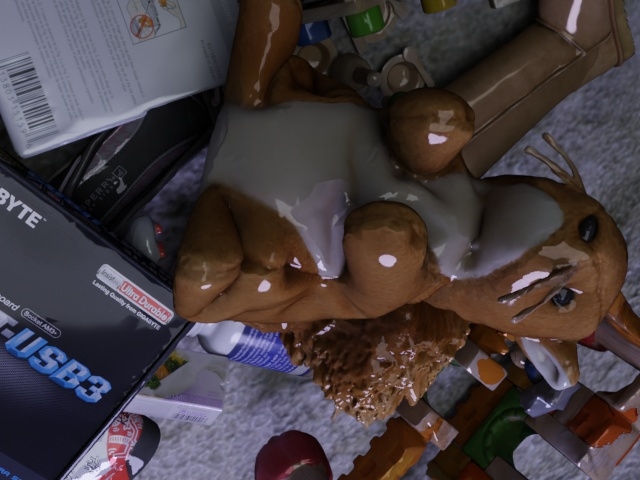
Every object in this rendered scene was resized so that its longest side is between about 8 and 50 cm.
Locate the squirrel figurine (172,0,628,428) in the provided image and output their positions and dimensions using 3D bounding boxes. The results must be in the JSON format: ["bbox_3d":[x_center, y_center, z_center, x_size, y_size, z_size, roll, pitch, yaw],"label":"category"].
[{"bbox_3d":[0.072,0.007,0.988,0.370,0.397,0.281,12,63,-3],"label":"squirrel figurine"}]

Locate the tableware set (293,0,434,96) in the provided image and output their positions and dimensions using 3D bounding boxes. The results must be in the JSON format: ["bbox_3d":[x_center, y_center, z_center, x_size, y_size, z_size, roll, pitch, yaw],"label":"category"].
[{"bbox_3d":[0.039,-0.190,1.177,0.168,0.020,0.141,-36,119,-5],"label":"tableware set"}]

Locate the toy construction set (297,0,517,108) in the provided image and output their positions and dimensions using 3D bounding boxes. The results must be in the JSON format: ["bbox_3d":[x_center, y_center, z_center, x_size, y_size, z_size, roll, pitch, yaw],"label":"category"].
[{"bbox_3d":[0.083,-0.234,1.038,0.257,0.237,0.309,3,104,-22],"label":"toy construction set"}]

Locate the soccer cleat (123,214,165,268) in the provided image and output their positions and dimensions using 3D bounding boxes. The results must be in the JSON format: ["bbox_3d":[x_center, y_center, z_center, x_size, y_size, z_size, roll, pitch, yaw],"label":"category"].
[{"bbox_3d":[-0.204,0.053,1.124,0.076,0.068,0.196,1,135,-15],"label":"soccer cleat"}]

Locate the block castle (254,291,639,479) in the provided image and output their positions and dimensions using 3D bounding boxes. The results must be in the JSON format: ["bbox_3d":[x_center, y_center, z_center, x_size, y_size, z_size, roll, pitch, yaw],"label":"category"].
[{"bbox_3d":[0.171,0.186,1.252,0.453,0.213,0.303,-50,124,-1],"label":"block castle"}]

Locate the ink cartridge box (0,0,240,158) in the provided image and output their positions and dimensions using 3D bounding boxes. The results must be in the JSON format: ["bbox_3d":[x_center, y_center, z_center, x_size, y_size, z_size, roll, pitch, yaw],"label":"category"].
[{"bbox_3d":[-0.214,-0.243,0.994,0.239,0.060,0.275,-21,99,-13],"label":"ink cartridge box"}]

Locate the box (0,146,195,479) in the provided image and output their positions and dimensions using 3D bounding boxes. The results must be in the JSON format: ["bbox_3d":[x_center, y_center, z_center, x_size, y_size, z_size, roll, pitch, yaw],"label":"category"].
[{"bbox_3d":[-0.315,0.086,1.012,0.295,0.073,0.293,40,95,-20],"label":"box"}]

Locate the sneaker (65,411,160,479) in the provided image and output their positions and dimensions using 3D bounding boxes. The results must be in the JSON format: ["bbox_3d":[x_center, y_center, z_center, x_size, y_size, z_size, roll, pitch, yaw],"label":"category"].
[{"bbox_3d":[-0.313,0.273,1.185,0.145,0.090,0.270,40,89,-28],"label":"sneaker"}]

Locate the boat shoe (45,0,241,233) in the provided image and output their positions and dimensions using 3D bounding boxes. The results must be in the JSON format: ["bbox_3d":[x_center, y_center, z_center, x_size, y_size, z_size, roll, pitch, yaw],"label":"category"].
[{"bbox_3d":[-0.162,-0.110,1.087,0.112,0.095,0.335,40,93,-29],"label":"boat shoe"}]

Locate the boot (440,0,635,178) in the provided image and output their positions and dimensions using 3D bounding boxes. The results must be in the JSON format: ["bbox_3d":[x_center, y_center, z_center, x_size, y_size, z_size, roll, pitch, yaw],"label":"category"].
[{"bbox_3d":[0.209,-0.205,1.189,0.269,0.089,0.236,-37,126,-3],"label":"boot"}]

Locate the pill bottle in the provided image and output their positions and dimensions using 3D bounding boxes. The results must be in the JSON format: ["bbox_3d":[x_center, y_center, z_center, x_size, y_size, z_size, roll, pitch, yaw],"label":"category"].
[{"bbox_3d":[-0.075,0.080,1.186,0.186,0.112,0.112,16,104,-26],"label":"pill bottle"}]

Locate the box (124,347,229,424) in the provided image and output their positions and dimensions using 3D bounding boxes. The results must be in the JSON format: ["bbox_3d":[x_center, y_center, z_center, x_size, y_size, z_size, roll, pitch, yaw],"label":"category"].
[{"bbox_3d":[-0.258,0.131,1.119,0.324,0.067,0.063,11,62,-14],"label":"box"}]
